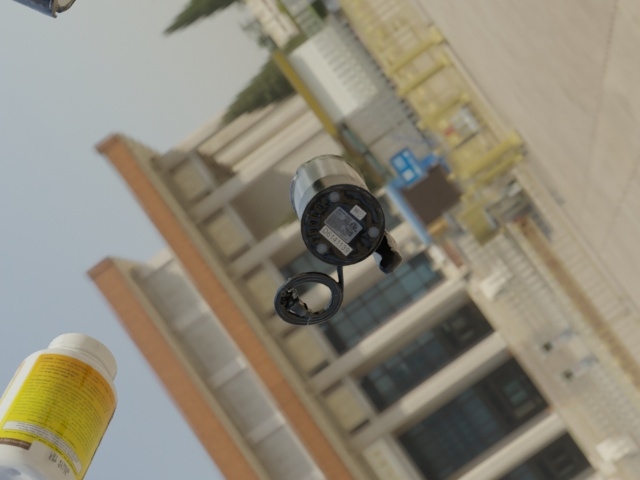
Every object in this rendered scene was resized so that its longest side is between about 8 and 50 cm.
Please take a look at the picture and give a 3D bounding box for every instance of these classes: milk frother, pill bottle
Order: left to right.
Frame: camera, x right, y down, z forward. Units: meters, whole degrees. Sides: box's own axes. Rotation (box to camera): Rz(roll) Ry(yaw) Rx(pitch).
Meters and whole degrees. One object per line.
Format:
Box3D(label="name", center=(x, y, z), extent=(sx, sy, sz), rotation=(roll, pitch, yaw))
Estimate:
Box3D(label="pill bottle", center=(-0.290, 0.197, 1.406), extent=(0.117, 0.117, 0.215), rotation=(52, -149, -23))
Box3D(label="milk frother", center=(0.000, 0.000, 1.347), extent=(0.129, 0.143, 0.134), rotation=(59, -177, -17))

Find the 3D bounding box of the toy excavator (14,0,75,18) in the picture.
Box3D(label="toy excavator", center=(-0.217, -0.465, 1.165), extent=(0.222, 0.432, 0.445), rotation=(23, -153, 0))
